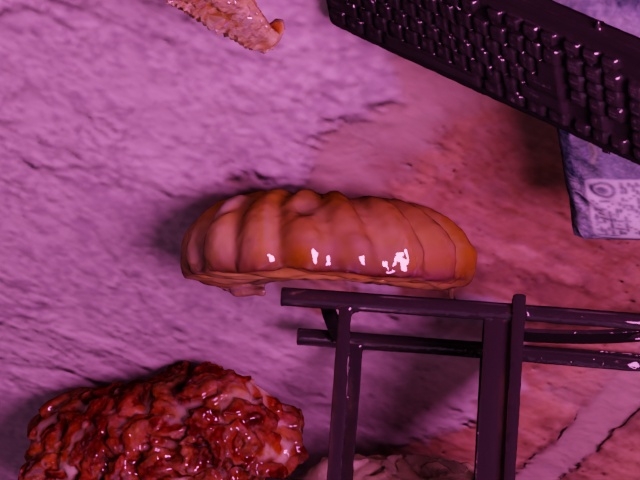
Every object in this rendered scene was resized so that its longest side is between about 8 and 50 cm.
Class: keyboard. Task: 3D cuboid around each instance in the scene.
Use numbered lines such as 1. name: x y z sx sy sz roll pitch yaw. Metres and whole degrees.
1. keyboard: 0.091 -0.097 0.929 0.250 0.017 0.087 29 151 33

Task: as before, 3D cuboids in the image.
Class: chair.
1. chair: 0.105 0.108 1.157 0.260 0.141 0.154 4 167 5

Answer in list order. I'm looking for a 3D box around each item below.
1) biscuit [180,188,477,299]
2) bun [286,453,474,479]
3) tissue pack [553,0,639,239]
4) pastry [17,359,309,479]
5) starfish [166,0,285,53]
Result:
1. biscuit: 0.000 0.000 1.137 0.183 0.061 0.118 2 172 13
2. bun: 0.043 0.221 1.318 0.287 0.146 0.287 -3 173 0
3. tissue pack: 0.246 -0.077 0.958 0.257 0.081 0.185 0 141 16
4. pastry: -0.114 0.143 1.324 0.208 0.115 0.097 -12 124 31
5. starfish: -0.041 -0.236 0.840 0.301 0.084 0.293 39 135 -23
